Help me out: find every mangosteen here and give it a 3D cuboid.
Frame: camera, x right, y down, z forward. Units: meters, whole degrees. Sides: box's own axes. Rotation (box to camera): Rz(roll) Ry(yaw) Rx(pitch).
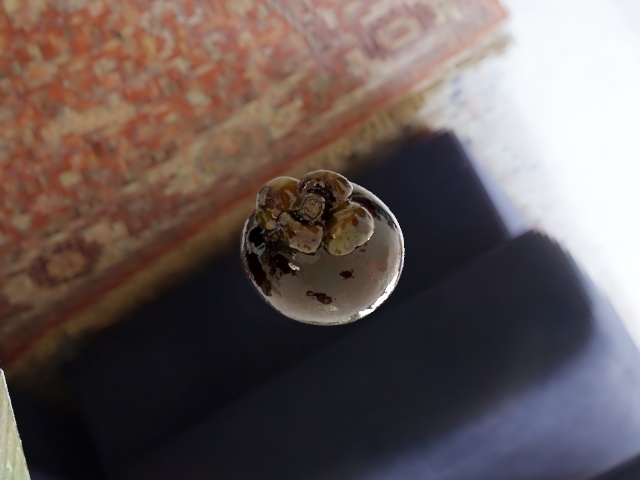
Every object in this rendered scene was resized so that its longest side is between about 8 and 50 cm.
[{"bbox_3d":[0.000,0.000,1.524,0.140,0.140,0.140,-19,150,-12],"label":"mangosteen"}]

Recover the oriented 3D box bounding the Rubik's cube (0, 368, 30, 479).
[{"bbox_3d":[-0.446,0.188,1.708,0.387,0.368,0.358,7,146,-47],"label":"Rubik's cube"}]
